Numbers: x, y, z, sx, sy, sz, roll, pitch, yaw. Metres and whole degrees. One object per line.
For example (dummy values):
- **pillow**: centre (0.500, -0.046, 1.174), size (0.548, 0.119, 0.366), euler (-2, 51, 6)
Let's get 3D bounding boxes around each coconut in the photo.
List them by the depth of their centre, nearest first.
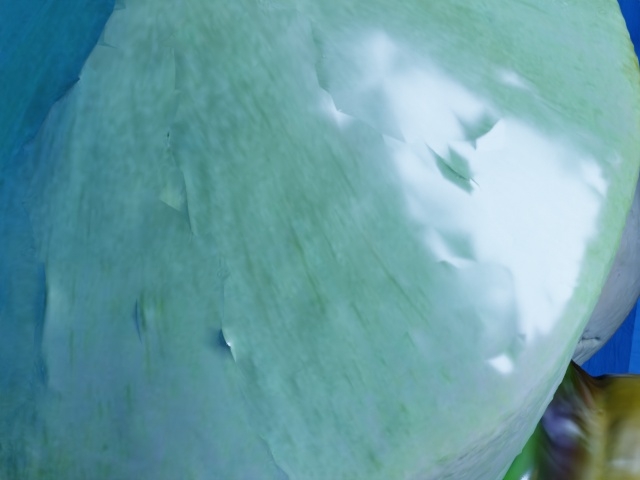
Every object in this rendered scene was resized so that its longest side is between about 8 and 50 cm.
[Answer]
- **coconut**: centre (-0.032, -0.028, 0.639), size (0.328, 0.281, 0.328), euler (8, 90, -85)

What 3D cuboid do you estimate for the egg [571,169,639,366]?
- **egg**: centre (0.174, -0.004, 1.461), size (0.337, 0.201, 0.337), euler (8, 90, -74)

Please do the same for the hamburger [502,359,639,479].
- **hamburger**: centre (0.083, 0.249, 1.089), size (0.396, 0.277, 0.396), euler (16, 90, -84)
